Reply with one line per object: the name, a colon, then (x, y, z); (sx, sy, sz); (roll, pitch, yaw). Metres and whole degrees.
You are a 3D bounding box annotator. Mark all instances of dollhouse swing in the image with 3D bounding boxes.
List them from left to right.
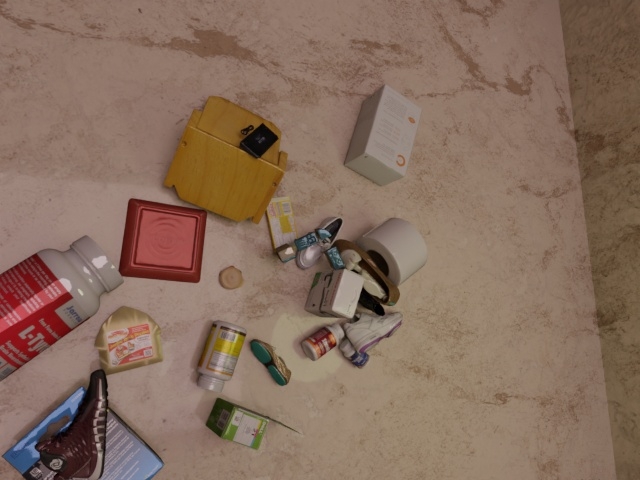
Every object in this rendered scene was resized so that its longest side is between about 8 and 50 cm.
dollhouse swing: (-0.328, -0.299, 1.563); (0.346, 0.305, 0.315); (22, 112, -20)

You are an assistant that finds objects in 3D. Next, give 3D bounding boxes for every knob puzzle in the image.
knob puzzle: (-0.595, 0.300, 1.343); (0.213, 0.030, 0.213); (5, 80, -27)

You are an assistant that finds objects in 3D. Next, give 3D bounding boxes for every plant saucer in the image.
plant saucer: (-0.510, 0.000, 1.430); (0.258, 0.047, 0.259); (9, 77, -27)

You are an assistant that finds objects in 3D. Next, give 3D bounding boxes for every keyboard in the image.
keyboard: (-0.217, -0.346, 1.470); (0.108, 0.023, 0.180); (41, 38, -10)

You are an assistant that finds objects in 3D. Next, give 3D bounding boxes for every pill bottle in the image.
pill bottle: (-0.761, 0.169, 1.162); (0.407, 0.229, 0.229); (-40, 101, -27)
pill bottle: (-0.329, 0.380, 1.422); (0.117, 0.117, 0.215); (25, 71, -23)
pill bottle: (0.012, 0.376, 1.624); (0.152, 0.086, 0.086); (-30, 96, -29)
pill bottle: (0.133, 0.440, 1.688); (0.120, 0.067, 0.067); (44, 65, -15)

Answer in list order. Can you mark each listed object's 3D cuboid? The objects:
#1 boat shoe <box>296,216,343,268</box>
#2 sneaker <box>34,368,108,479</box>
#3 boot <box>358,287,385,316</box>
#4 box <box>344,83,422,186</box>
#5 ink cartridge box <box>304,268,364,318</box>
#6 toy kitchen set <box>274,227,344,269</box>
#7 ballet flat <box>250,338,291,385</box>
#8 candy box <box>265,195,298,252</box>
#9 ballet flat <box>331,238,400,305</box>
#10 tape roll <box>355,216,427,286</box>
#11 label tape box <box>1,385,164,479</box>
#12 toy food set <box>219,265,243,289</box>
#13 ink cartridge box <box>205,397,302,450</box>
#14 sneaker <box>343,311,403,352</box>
boat shoe: (0.000, 0.000, 1.681); (0.095, 0.084, 0.258); (40, 65, -17)
sneaker: (-0.647, 0.486, 1.127); (0.162, 0.106, 0.281); (3, 79, -23)
boot: (0.167, 0.214, 1.696); (0.198, 0.137, 0.077); (36, 88, -17)
box: (0.270, -0.444, 1.854); (0.215, 0.168, 0.345); (26, 70, -23)
ink cartridge box: (0.048, 0.197, 1.596); (0.092, 0.219, 0.160); (26, 70, -22)
toy kitchen set: (-0.034, 0.064, 1.573); (0.207, 0.122, 0.166); (-27, 100, -8)
ballet flat: (-0.173, 0.421, 1.539); (0.206, 0.073, 0.067); (59, 34, -11)
candy box: (-0.148, -0.063, 1.645); (0.105, 0.027, 0.206); (-11, 86, -25)
ballet flat: (0.160, 0.124, 1.657); (0.342, 0.116, 0.124); (47, 19, 12)
tape roll: (0.280, 0.052, 1.732); (0.169, 0.246, 0.246); (-34, 98, -28)
label tape box: (-0.651, 0.608, 1.218); (0.240, 0.106, 0.334); (-44, 100, -27)
toy food set: (-0.315, 0.131, 1.527); (0.083, 0.020, 0.083); (-15, 88, -29)
ink cartridge box: (-0.216, 0.610, 1.402); (0.255, 0.189, 0.097); (31, 68, -21)
sneaker: (0.217, 0.327, 1.723); (0.305, 0.114, 0.152); (-16, 54, -45)
